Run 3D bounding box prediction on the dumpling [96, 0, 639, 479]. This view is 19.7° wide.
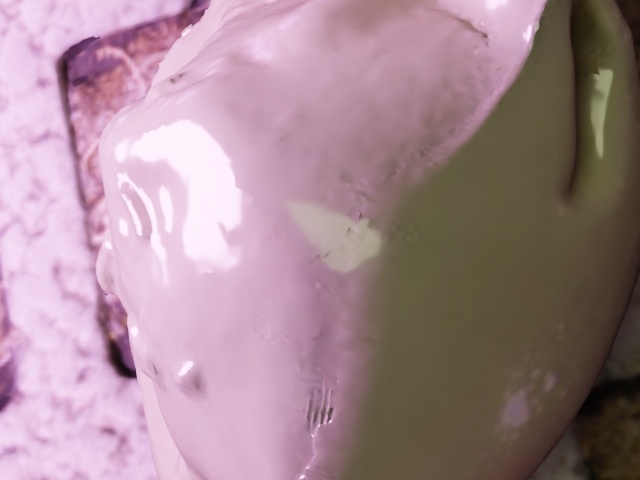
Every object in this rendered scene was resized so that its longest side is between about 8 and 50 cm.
[{"bbox_3d":[0.000,0.000,0.877,0.315,0.233,0.395,34,117,53],"label":"dumpling"}]
